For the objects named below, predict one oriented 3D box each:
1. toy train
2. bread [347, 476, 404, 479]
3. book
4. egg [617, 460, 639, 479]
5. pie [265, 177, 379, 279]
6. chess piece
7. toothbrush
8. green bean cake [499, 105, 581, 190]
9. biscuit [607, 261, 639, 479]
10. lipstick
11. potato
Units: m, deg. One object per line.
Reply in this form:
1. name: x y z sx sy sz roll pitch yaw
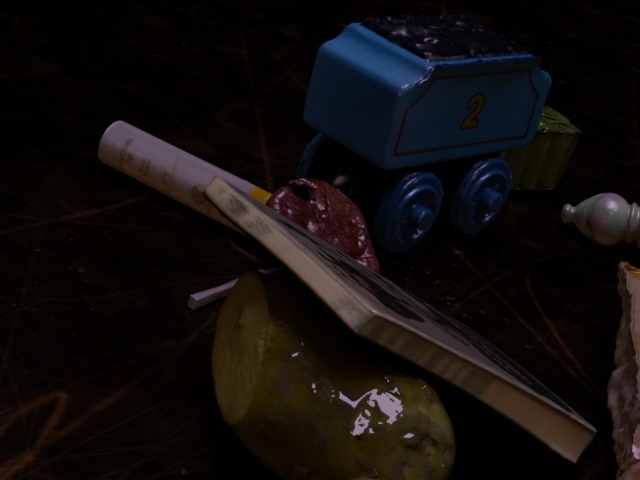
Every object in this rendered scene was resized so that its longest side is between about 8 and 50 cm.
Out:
1. toy train: 0.119 -0.139 1.720 0.300 0.265 0.188 -12 36 -44
2. bread: 0.106 0.283 0.962 0.246 0.176 0.195 14 24 -22
3. book: 0.079 0.073 1.324 0.371 0.043 0.260 32 7 -45
4. egg: 0.300 0.266 1.066 0.203 0.203 0.245 3 46 -25
5. pie: 0.000 0.000 1.567 0.153 0.038 0.153 22 51 -29
6. chess piece: 0.449 -0.015 1.853 0.272 0.139 0.139 8 24 11
7. toothbrush: -0.073 0.044 1.527 0.017 0.014 0.194 32 30 30
8. green bean cake: 0.231 -0.150 1.985 0.214 0.113 0.200 1 26 -29
9. biscuit: 0.484 0.181 1.462 0.446 0.104 0.429 15 24 -4
10. lipstick: -0.143 -0.065 1.657 0.264 0.059 0.059 26 27 21
11. potato: -0.004 0.134 1.243 0.176 0.141 0.298 19 14 -45
